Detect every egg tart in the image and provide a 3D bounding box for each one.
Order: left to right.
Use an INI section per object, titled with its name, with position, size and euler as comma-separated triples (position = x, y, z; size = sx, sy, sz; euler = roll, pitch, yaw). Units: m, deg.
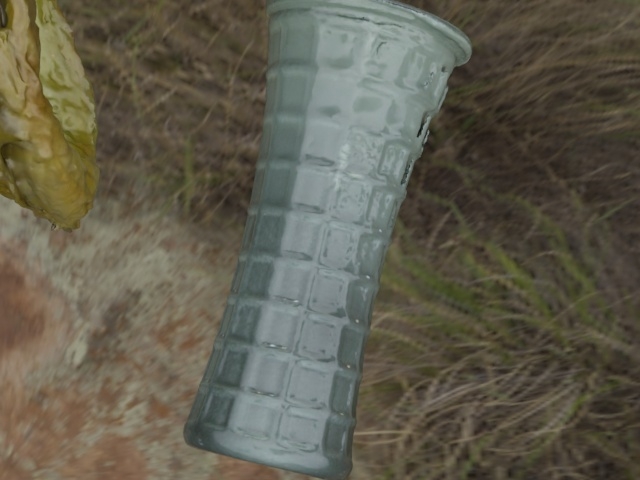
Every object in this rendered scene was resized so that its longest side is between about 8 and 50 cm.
[egg tart]
position = -0.226, -0.139, 1.007
size = 0.123, 0.294, 0.294
euler = -17, 85, -2

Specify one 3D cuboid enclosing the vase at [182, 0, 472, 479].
[vase]
position = 0.000, 0.000, 1.054
size = 0.143, 0.143, 0.299
euler = 14, 83, -9
